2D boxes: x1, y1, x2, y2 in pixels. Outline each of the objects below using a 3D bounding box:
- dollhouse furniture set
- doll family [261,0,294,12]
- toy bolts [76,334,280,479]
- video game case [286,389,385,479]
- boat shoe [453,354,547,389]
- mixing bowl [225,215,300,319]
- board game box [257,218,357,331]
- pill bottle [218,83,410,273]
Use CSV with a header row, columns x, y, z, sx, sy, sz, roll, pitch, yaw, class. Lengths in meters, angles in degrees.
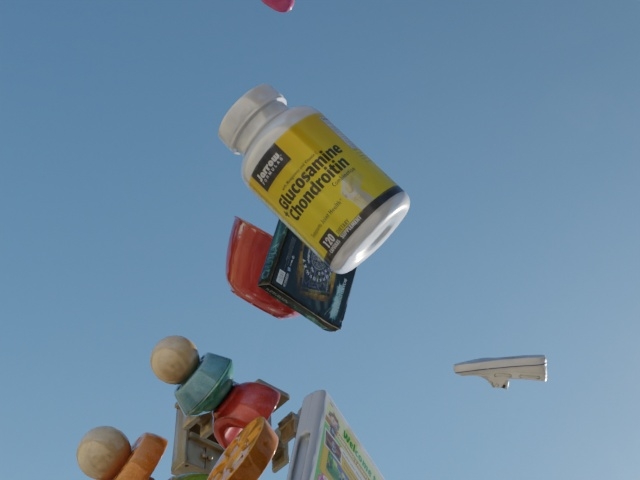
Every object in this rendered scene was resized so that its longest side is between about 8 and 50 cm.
x,y,z,sx,sy,sz,roll,pitch,yaw,class
-0.162,0.321,1.569,0.212,0.161,0.242,33,-60,-27,dollhouse furniture set
0.000,-0.350,0.796,0.118,0.263,0.163,42,-18,11,doll family
-0.150,0.201,0.971,0.158,0.228,0.218,40,-52,-8,toy bolts
0.034,0.245,0.614,0.023,0.193,0.212,-24,-68,19,video game case
0.195,0.145,0.924,0.100,0.035,0.035,-6,-92,10,boat shoe
-0.067,0.051,1.217,0.181,0.098,0.181,29,-2,1,mixing bowl
0.000,0.000,1.025,0.026,0.186,0.126,-9,-36,43,board game box
-0.010,-0.063,0.820,0.184,0.103,0.103,44,-43,12,pill bottle
